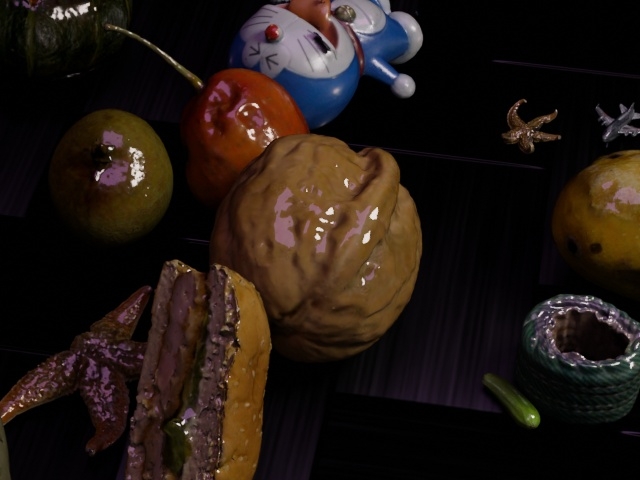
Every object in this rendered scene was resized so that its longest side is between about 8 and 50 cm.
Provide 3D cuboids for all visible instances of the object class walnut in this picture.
[{"bbox_3d":[0.000,0.000,1.903,0.224,0.257,0.257,34,44,-13],"label":"walnut"}]

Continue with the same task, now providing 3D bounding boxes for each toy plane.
[{"bbox_3d":[0.368,-0.141,2.187,0.078,0.031,0.083,25,49,24],"label":"toy plane"}]

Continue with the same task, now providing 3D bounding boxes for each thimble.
[{"bbox_3d":[0.274,0.125,1.868,0.135,0.090,0.118,18,49,14],"label":"thimble"}]

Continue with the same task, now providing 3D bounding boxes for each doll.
[{"bbox_3d":[0.009,-0.236,2.195,0.215,0.161,0.257,42,54,17],"label":"doll"}]

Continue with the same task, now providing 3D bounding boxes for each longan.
[{"bbox_3d":[-0.240,-0.072,2.012,0.145,0.176,0.155,-27,74,-3],"label":"longan"}]

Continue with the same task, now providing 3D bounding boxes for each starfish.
[{"bbox_3d":[0.258,-0.139,2.187,0.091,0.028,0.078,-30,58,-31],"label":"starfish"},{"bbox_3d":[-0.225,0.149,1.873,0.138,0.050,0.247,32,59,28],"label":"starfish"}]

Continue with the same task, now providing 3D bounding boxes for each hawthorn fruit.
[{"bbox_3d":[-0.130,-0.160,2.047,0.285,0.165,0.165,51,51,-11],"label":"hawthorn fruit"}]

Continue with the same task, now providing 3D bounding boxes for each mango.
[{"bbox_3d":[0.416,-0.004,1.964,0.329,0.175,0.177,16,75,-12],"label":"mango"}]

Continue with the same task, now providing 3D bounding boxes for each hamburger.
[{"bbox_3d":[-0.107,0.159,1.769,0.124,0.131,0.262,4,80,42],"label":"hamburger"}]

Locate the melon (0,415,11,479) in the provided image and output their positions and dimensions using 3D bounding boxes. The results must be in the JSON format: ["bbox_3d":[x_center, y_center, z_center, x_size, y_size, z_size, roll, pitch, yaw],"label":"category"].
[{"bbox_3d":[-0.422,0.212,1.646,0.268,0.268,0.330,-14,58,-14],"label":"melon"}]

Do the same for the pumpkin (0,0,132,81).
[{"bbox_3d":[-0.352,-0.291,2.247,0.238,0.159,0.238,6,41,-5],"label":"pumpkin"}]

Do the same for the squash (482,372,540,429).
[{"bbox_3d":[0.202,0.168,1.869,0.027,0.027,0.089,-21,44,-21],"label":"squash"}]
